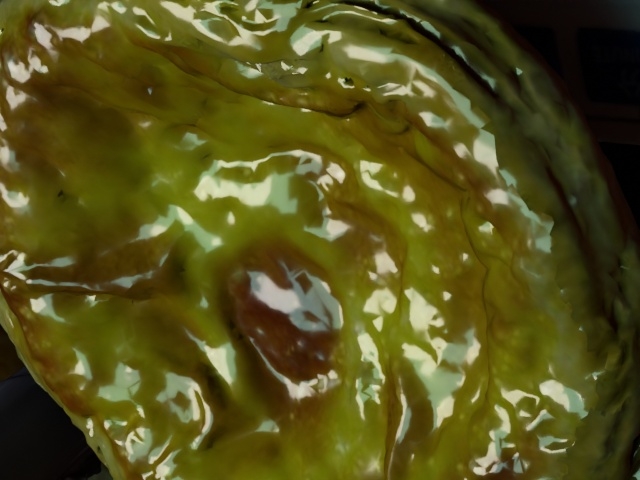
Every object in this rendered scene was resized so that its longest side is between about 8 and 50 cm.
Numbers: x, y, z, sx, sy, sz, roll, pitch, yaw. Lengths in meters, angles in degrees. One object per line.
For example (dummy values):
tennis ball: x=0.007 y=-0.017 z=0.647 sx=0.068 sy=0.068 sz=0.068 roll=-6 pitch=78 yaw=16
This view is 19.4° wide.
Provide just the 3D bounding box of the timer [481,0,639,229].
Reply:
timer: x=0.096 y=-0.030 z=0.739 sx=0.253 sy=0.078 sz=0.178 roll=8 pitch=121 yaw=39

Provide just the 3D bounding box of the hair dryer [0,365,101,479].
hair dryer: x=-0.097 y=0.126 z=0.810 sx=0.121 sy=0.361 sz=0.301 roll=-26 pitch=103 yaw=44

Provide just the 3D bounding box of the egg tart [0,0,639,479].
egg tart: x=0.000 y=0.000 z=0.695 sx=0.295 sy=0.116 sz=0.295 roll=14 pitch=120 yaw=26

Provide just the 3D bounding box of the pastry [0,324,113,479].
pastry: x=-0.176 y=0.107 z=0.997 sx=0.256 sy=0.170 sz=0.237 roll=10 pitch=145 yaw=40
